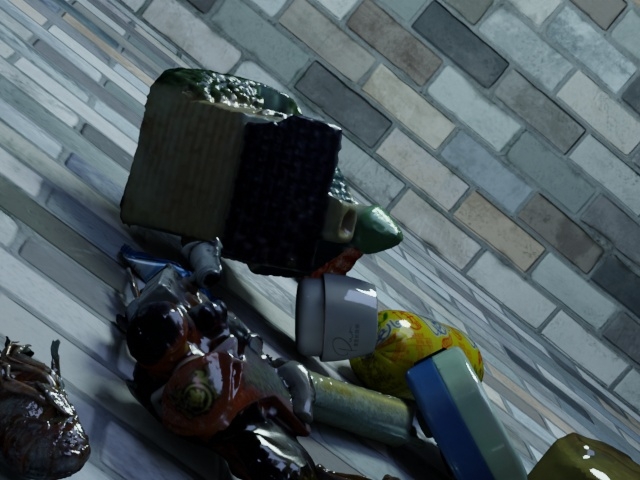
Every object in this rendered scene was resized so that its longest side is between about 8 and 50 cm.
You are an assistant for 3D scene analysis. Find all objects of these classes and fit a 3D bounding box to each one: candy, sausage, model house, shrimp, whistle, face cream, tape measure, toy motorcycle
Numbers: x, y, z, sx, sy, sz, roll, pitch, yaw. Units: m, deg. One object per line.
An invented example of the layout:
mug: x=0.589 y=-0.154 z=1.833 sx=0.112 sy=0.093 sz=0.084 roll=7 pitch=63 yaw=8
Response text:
candy: x=-0.177 y=0.040 z=1.567 sx=0.136 sy=0.038 sz=0.088 roll=30 pitch=7 yaw=-4
sausage: x=0.145 y=0.173 z=1.925 sx=0.123 sy=0.123 sz=0.347 roll=45 pitch=12 yaw=28
model house: x=-0.049 y=-0.066 z=1.705 sx=0.284 sy=0.243 sz=0.298 roll=21 pitch=7 yaw=32
shrimp: x=-0.218 y=0.118 z=0.993 sx=0.073 sy=0.075 sz=0.190 roll=-2 pitch=19 yaw=-25
whistle: x=0.028 y=0.198 z=1.577 sx=0.326 sy=0.057 sz=0.068 roll=28 pitch=20 yaw=-51
face cream: x=0.019 y=0.101 z=1.744 sx=0.104 sy=0.117 sz=0.117 roll=2 pitch=15 yaw=-4
tape measure: x=0.209 y=0.286 z=1.676 sx=0.215 sy=0.098 sz=0.351 roll=61 pitch=1 yaw=-38
toy motorcycle: x=-0.119 y=0.095 z=1.281 sx=0.207 sy=0.134 sz=0.401 roll=42 pitch=9 yaw=-26

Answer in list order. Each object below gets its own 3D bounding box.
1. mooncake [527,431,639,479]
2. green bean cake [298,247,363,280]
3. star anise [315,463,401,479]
mooncake: x=0.412 y=0.387 z=1.830 sx=0.284 sy=0.155 sz=0.284 roll=31 pitch=7 yaw=-4
green bean cake: x=0.000 y=0.000 z=2.111 sx=0.056 sy=0.135 sz=0.136 roll=20 pitch=21 yaw=-52
star anise: x=0.064 y=0.289 z=1.226 sx=0.214 sy=0.099 sz=0.220 roll=30 pitch=9 yaw=28
